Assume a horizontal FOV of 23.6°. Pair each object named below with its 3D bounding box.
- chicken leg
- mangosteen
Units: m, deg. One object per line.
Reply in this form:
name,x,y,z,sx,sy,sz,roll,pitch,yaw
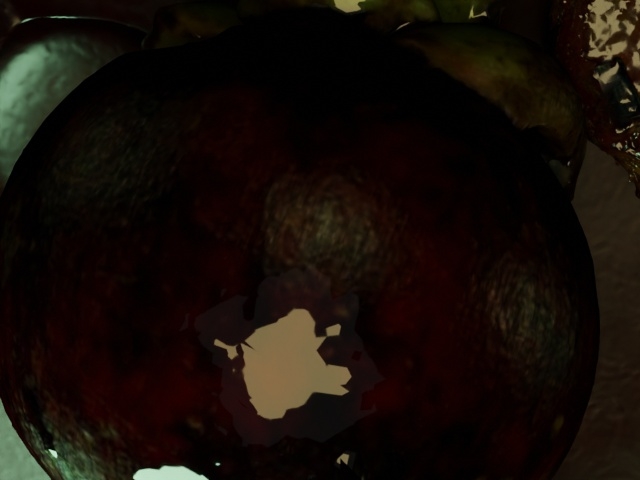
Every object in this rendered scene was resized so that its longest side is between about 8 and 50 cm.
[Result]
chicken leg,0.181,-0.084,0.795,0.105,0.063,0.234,-38,105,12
mangosteen,-0.006,0.018,0.724,0.311,0.311,0.311,1,113,3
